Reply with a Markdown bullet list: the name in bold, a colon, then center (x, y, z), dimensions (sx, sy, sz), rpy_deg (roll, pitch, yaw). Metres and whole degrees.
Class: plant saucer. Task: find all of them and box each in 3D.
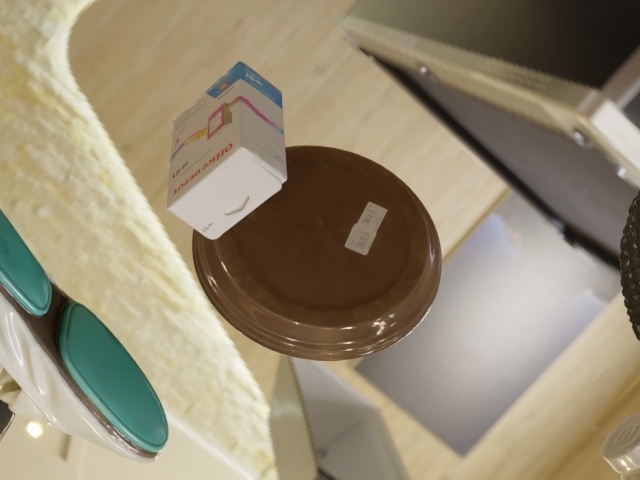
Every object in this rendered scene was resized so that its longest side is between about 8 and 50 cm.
- **plant saucer**: center (0.000, 0.000, 1.164), dimensions (0.278, 0.278, 0.041), rpy_deg (44, 150, 19)

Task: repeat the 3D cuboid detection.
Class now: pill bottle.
- **pill bottle**: center (0.554, 0.384, 1.693), dimensions (0.221, 0.121, 0.121), rpy_deg (47, -175, -6)

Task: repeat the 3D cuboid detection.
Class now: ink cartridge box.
- **ink cartridge box**: center (-0.076, -0.074, 0.871), dimensions (0.052, 0.088, 0.122), rpy_deg (35, -150, -32)

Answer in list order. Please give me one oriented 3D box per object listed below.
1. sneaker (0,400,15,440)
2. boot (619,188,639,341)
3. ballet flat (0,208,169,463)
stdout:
- **sneaker**: center (-0.437, 0.285, 1.279), dimensions (0.106, 0.267, 0.101), rpy_deg (6, 137, 32)
- **boot**: center (0.419, 0.095, 1.060), dimensions (0.222, 0.338, 0.118), rpy_deg (0, 171, -40)
- **ballet flat**: center (-0.315, 0.100, 1.129), dimensions (0.400, 0.139, 0.139), rpy_deg (56, 178, -30)
